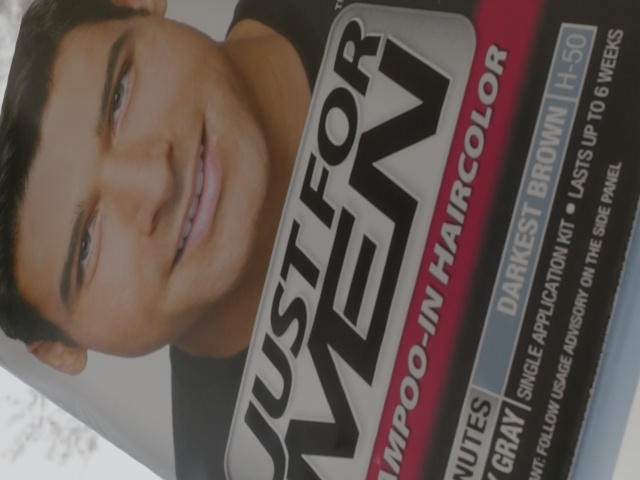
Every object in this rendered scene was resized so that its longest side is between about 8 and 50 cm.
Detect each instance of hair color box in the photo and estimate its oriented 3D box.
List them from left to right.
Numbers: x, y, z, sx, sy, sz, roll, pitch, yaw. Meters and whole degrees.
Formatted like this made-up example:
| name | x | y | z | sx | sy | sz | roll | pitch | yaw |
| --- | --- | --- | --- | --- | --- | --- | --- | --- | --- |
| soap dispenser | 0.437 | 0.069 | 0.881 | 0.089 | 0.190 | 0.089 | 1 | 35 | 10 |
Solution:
| name | x | y | z | sx | sy | sz | roll | pitch | yaw |
| --- | --- | --- | --- | --- | --- | --- | --- | --- | --- |
| hair color box | 0.000 | 0.000 | 0.505 | 0.113 | 0.185 | 0.374 | 11 | -175 | -37 |
